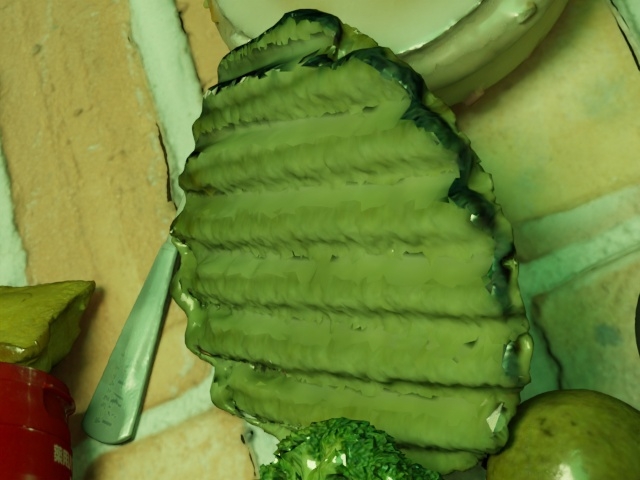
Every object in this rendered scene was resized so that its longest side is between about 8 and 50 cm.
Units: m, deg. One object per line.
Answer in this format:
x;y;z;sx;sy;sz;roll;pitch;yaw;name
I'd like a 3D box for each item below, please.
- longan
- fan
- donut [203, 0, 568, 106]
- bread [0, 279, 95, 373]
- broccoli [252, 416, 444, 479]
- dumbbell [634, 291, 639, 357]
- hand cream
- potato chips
0.177;0.181;0.791;0.176;0.145;0.155;20;94;48;longan
-0.153;0.056;1.052;0.057;0.023;0.282;12;73;27;fan
0.070;-0.278;1.049;0.382;0.142;0.383;-8;64;17;donut
-0.332;0.095;1.041;0.233;0.161;0.088;-1;104;15;bread
0.009;0.275;0.732;0.307;0.275;0.308;-9;77;40;broccoli
0.298;0.091;0.745;0.152;0.218;0.152;-9;62;18;dumbbell
-0.307;0.189;0.952;0.193;0.193;0.125;-13;64;15;hand cream
0.000;0.000;0.870;0.429;0.070;0.359;1;97;54;potato chips
